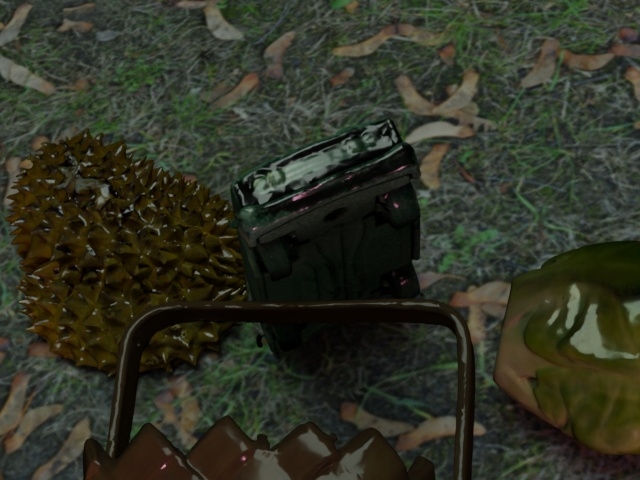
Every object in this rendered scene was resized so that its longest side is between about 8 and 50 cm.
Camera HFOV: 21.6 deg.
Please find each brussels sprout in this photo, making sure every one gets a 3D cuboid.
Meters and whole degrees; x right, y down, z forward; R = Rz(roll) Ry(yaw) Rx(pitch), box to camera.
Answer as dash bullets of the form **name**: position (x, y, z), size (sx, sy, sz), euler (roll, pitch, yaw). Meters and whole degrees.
- **brussels sprout**: position (0.225, 0.076, 1.271), size (0.181, 0.144, 0.161), euler (21, 94, 13)

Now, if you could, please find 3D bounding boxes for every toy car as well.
- **toy car**: position (0.000, 0.000, 1.267), size (0.141, 0.320, 0.097), euler (-22, 71, -5)

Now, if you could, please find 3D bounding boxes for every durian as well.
- **durian**: position (-0.173, 0.005, 1.426), size (0.250, 0.138, 0.183), euler (27, 54, 23)

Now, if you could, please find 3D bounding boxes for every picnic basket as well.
- **picnic basket**: position (-0.025, 0.192, 1.133), size (0.254, 0.291, 0.321), euler (-2, 64, 12)
